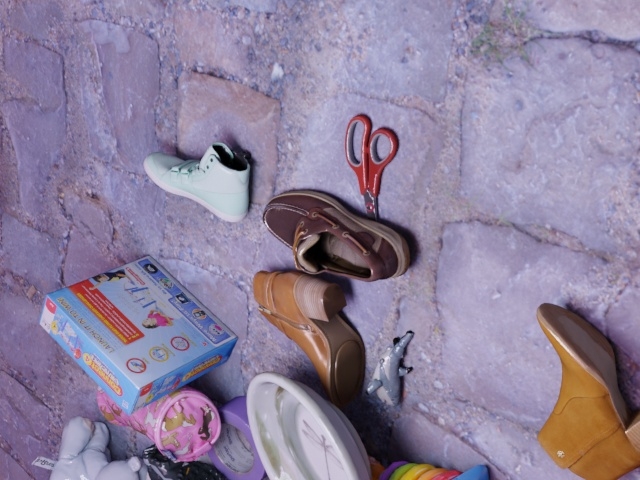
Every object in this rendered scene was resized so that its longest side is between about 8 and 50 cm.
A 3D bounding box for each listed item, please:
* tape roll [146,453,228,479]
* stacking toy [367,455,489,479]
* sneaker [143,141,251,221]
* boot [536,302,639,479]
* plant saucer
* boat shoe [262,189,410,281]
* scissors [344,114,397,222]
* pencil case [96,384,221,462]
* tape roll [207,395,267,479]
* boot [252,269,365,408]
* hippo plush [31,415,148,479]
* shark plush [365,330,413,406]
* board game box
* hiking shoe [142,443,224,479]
[{"bbox_3d":[-0.274,0.679,2.257,0.392,0.072,0.392,16,118,33],"label":"tape roll"},{"bbox_3d":[0.170,0.488,1.779,0.301,0.175,0.166,15,114,47],"label":"stacking toy"},{"bbox_3d":[-0.247,-0.158,1.875,0.255,0.094,0.151,27,129,17],"label":"sneaker"},{"bbox_3d":[0.413,0.264,1.502,0.295,0.104,0.211,45,130,11],"label":"boot"},{"bbox_3d":[-0.001,0.428,1.811,0.400,0.100,0.401,39,141,41],"label":"plant saucer"},{"bbox_3d":[0.000,0.000,1.708,0.342,0.123,0.123,25,126,36],"label":"boat shoe"},{"bbox_3d":[0.085,-0.082,1.690,0.109,0.021,0.297,20,120,30],"label":"scissors"},{"bbox_3d":[-0.382,0.389,2.113,0.386,0.160,0.167,10,80,55],"label":"pencil case"},{"bbox_3d":[-0.173,0.454,2.076,0.189,0.080,0.189,16,116,35],"label":"tape roll"},{"bbox_3d":[-0.034,0.191,1.844,0.220,0.109,0.284,8,124,45],"label":"boot"},{"bbox_3d":[-0.556,0.578,2.358,0.236,0.294,0.234,2,78,19],"label":"hippo plush"},{"bbox_3d":[0.146,0.241,1.768,0.067,0.073,0.161,23,102,8],"label":"shark plush"},{"bbox_3d":[-0.394,0.195,2.000,0.308,0.302,0.086,40,126,20],"label":"board game box"},{"bbox_3d":[-0.298,0.579,2.115,0.304,0.113,0.132,29,132,47],"label":"hiking shoe"}]
